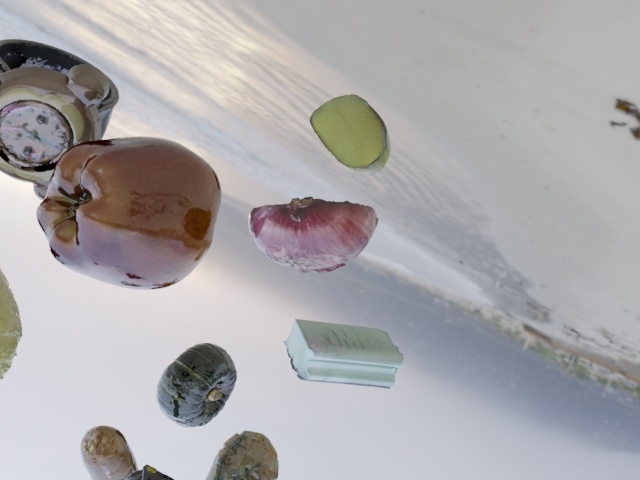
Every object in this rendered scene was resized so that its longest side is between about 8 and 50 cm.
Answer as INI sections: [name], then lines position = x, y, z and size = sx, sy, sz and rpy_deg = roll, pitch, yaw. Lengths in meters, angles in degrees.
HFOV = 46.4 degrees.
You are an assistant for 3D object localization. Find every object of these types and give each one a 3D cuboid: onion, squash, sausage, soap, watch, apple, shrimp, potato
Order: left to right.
[watch]
position = -0.614, -0.300, 1.590
size = 0.335, 0.314, 0.326
rpy_deg = 17, -152, -23
[sausage]
position = -0.543, 0.657, 1.984
size = 0.136, 0.500, 0.123
rpy_deg = 2, -136, -4
[apple]
position = -0.339, -0.052, 1.368
size = 0.288, 0.288, 0.317
rpy_deg = 25, -168, 38
[squash]
position = -0.358, 0.421, 2.178
size = 0.165, 0.252, 0.252
rpy_deg = 35, -175, 27
[shrimp]
position = -0.295, 0.849, 2.485
size = 0.221, 0.445, 0.110
rpy_deg = 29, 167, -1
[onion]
position = 0.000, 0.000, 1.381
size = 0.227, 0.120, 0.283
rpy_deg = -2, 173, 20
[soap]
position = 0.059, 0.270, 1.797
size = 0.262, 0.094, 0.150
rpy_deg = 9, -150, -23
[potato]
position = 0.097, -0.264, 1.965
size = 0.271, 0.160, 0.111
rpy_deg = 53, -178, 38

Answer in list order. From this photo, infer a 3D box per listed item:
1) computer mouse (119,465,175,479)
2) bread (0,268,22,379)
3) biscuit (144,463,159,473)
[computer mouse]
position = -0.355, 0.595, 1.539
size = 0.147, 0.264, 0.088
rpy_deg = 1, 176, 19
[bread]
position = -0.770, 0.179, 1.548
size = 0.321, 0.320, 0.237
rpy_deg = 25, 166, 18
[biscuit]
position = -0.385, 0.723, 2.114
size = 0.292, 0.026, 0.048
rpy_deg = 32, 161, 14
